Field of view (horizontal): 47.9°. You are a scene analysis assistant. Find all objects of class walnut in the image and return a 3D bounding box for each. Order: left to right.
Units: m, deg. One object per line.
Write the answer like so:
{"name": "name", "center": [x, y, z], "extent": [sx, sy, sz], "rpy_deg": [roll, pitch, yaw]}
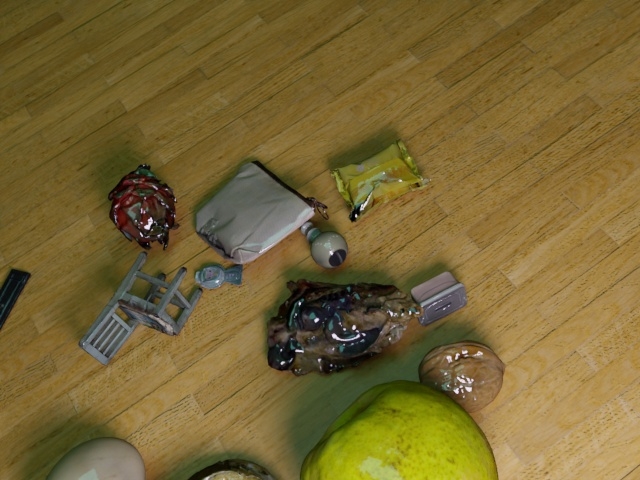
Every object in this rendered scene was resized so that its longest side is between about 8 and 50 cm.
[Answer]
{"name": "walnut", "center": [0.296, 0.283, 1.502], "extent": [0.184, 0.155, 0.156], "rpy_deg": [-13, 60, 2]}

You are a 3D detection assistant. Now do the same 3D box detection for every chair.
{"name": "chair", "center": [-0.417, 0.182, 1.707], "extent": [0.147, 0.136, 0.271], "rpy_deg": [20, 66, 22]}

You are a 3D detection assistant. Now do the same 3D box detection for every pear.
{"name": "pear", "center": [0.159, 0.464, 1.322], "extent": [0.390, 0.391, 0.391], "rpy_deg": [-5, 61, 9]}

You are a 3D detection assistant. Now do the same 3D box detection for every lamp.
{"name": "lamp", "center": [0.000, 0.000, 1.762], "extent": [0.091, 0.091, 0.163], "rpy_deg": [-35, 46, -9]}

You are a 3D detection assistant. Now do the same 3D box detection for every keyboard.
{"name": "keyboard", "center": [-0.825, 0.169, 1.868], "extent": [0.061, 0.013, 0.205], "rpy_deg": [12, 65, 18]}

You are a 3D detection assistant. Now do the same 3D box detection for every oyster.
{"name": "oyster", "center": [0.045, 0.199, 1.597], "extent": [0.360, 0.096, 0.222], "rpy_deg": [1, 86, 18]}

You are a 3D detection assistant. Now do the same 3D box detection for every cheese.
{"name": "cheese", "center": [-0.252, 0.089, 1.789], "extent": [0.120, 0.026, 0.067], "rpy_deg": [-4, 61, 9]}

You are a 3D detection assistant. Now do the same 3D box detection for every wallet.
{"name": "wallet", "center": [-0.168, -0.068, 1.815], "extent": [0.274, 0.068, 0.335], "rpy_deg": [-40, 45, -13]}

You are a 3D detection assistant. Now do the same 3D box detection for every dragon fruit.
{"name": "dragon fruit", "center": [-0.452, -0.083, 1.845], "extent": [0.182, 0.182, 0.189], "rpy_deg": [-26, 42, -4]}

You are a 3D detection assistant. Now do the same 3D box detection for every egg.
{"name": "egg", "center": [-0.479, 0.522, 1.503], "extent": [0.241, 0.186, 0.186], "rpy_deg": [-39, 61, -9]}

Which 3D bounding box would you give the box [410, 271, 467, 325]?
{"name": "box", "center": [0.265, 0.129, 1.630], "extent": [0.122, 0.089, 0.062], "rpy_deg": [-26, 50, -3]}

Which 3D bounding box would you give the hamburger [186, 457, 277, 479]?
{"name": "hamburger", "center": [-0.216, 0.564, 1.458], "extent": [0.308, 0.132, 0.211], "rpy_deg": [-33, 60, -8]}

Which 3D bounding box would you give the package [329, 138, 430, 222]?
{"name": "package", "center": [0.146, -0.153, 1.806], "extent": [0.226, 0.090, 0.168], "rpy_deg": [-25, 63, 0]}

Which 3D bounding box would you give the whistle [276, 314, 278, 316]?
{"name": "whistle", "center": [-0.064, 0.179, 1.696], "extent": [0.100, 0.035, 0.035], "rpy_deg": [-21, 60, -2]}
